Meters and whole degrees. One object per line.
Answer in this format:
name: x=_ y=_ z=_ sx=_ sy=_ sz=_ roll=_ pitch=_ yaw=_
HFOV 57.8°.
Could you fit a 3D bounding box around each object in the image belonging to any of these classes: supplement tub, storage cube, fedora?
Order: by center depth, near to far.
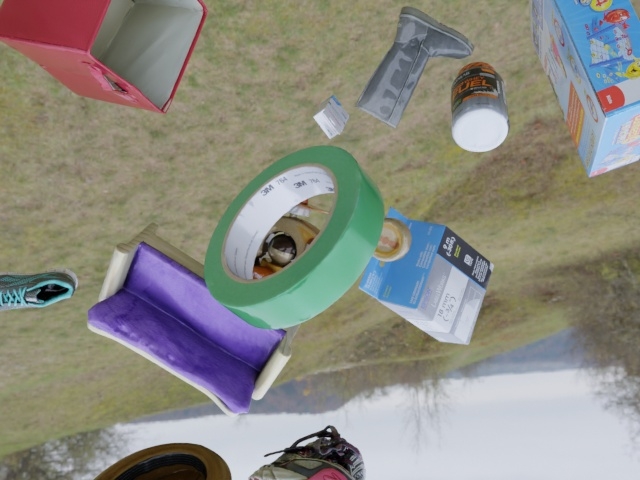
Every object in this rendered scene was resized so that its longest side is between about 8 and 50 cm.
fedora: x=-0.197 y=0.329 z=0.699 sx=0.194 sy=0.079 sz=0.194 roll=-4 pitch=-160 yaw=1
storage cube: x=-0.318 y=-0.326 z=0.858 sx=0.193 sy=0.215 sz=0.183 roll=15 pitch=171 yaw=22
supplement tub: x=0.336 y=-0.289 z=1.233 sx=0.116 sy=0.191 sz=0.117 roll=5 pitch=139 yaw=4

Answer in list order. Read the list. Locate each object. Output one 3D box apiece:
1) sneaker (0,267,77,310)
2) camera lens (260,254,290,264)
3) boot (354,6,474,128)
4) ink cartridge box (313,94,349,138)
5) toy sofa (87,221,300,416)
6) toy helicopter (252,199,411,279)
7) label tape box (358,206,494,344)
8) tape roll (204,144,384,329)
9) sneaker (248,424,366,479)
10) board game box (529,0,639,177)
sneaker: x=-0.477 y=0.082 z=0.935 sx=0.166 sy=0.065 sz=0.076 roll=-14 pitch=-164 yaw=-29
camera lens: x=-0.163 y=0.137 z=1.389 sx=0.219 sy=0.220 sz=0.274 roll=-6 pitch=-159 yaw=8
boot: x=0.183 y=-0.316 z=1.119 sx=0.189 sy=0.209 sz=0.076 roll=17 pitch=-174 yaw=-22
ink cartridge box: x=0.017 y=-0.204 z=0.969 sx=0.028 sy=0.083 sz=0.048 roll=-30 pitch=111 yaw=29
toy sofa: x=-0.228 y=0.144 z=1.064 sx=0.362 sy=0.177 sz=0.150 roll=32 pitch=125 yaw=0
toy helicopter: x=0.000 y=0.000 z=1.128 sx=0.354 sy=0.235 sz=0.140 roll=-9 pitch=175 yaw=22
label tape box: x=0.284 y=0.094 z=1.499 sx=0.333 sy=0.241 sz=0.105 roll=34 pitch=160 yaw=-31
tape roll: x=-0.050 y=-0.012 z=0.960 sx=0.321 sy=0.322 sz=0.077 roll=-13 pitch=138 yaw=34
sneaker: x=-0.002 y=0.257 z=0.630 sx=0.120 sy=0.112 sz=0.299 roll=36 pitch=161 yaw=9
board game box: x=0.422 y=-0.287 z=0.916 sx=0.086 sy=0.302 sz=0.308 roll=-20 pitch=165 yaw=17
